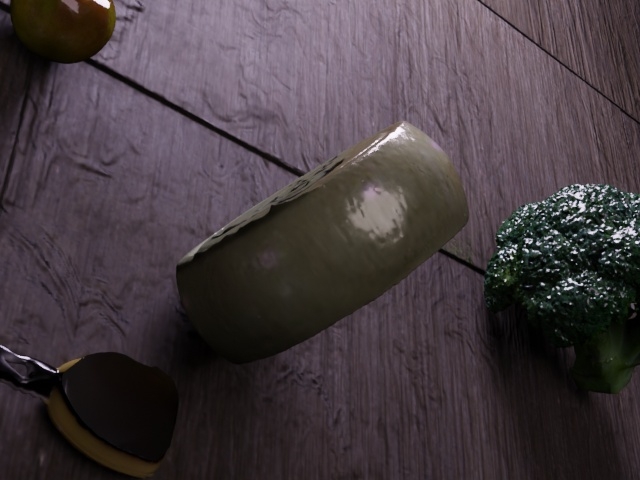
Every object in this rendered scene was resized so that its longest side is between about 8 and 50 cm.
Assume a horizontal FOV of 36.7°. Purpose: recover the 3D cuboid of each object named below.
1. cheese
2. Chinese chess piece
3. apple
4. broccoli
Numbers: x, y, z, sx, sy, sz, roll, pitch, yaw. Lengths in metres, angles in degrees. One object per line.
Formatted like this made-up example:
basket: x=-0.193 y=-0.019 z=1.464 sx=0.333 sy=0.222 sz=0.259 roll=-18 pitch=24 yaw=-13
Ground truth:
cheese: x=-0.181 y=0.113 z=0.708 sx=0.162 sy=0.036 sz=0.086 roll=30 pitch=50 yaw=-29
Chinese chess piece: x=0.000 y=0.000 z=0.796 sx=0.101 sy=0.250 sz=0.250 roll=58 pitch=40 yaw=-5
apple: x=-0.222 y=-0.198 z=0.832 sx=0.089 sy=0.074 sz=0.089 roll=27 pitch=47 yaw=-32
broccoli: x=0.317 y=0.059 z=1.139 sx=0.254 sy=0.269 sz=0.269 roll=-15 pitch=73 yaw=-5
